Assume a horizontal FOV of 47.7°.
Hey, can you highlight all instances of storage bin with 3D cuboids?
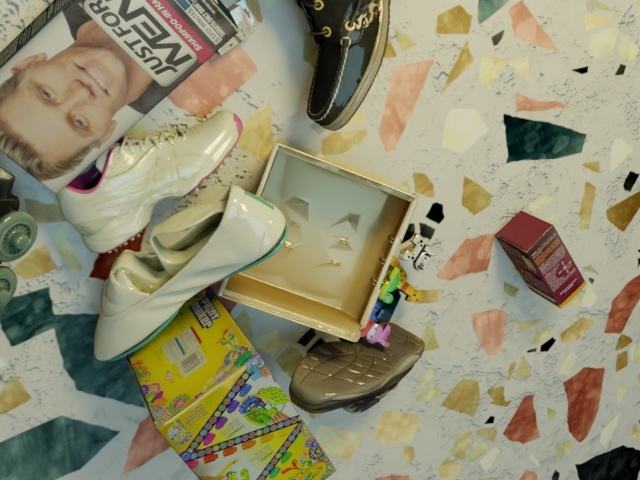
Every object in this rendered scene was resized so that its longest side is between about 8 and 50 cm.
[{"bbox_3d":[0.000,0.000,1.206,0.260,0.123,0.262,20,101,-8],"label":"storage bin"}]

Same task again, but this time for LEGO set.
[{"bbox_3d":[0.147,0.106,1.371,0.093,0.087,0.227,34,84,-9],"label":"LEGO set"}]

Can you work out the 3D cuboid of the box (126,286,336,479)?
[{"bbox_3d":[-0.158,0.262,1.186,0.177,0.290,0.279,-34,122,-10],"label":"box"}]

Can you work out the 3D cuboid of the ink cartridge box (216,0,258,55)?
[{"bbox_3d":[-0.135,-0.328,1.109,0.083,0.028,0.048,-37,122,-8],"label":"ink cartridge box"}]

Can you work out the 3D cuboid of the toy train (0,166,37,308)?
[{"bbox_3d":[-0.519,0.052,0.979,0.190,0.142,0.334,-4,120,-65],"label":"toy train"}]

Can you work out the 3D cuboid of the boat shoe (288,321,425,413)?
[{"bbox_3d":[0.071,0.259,1.333,0.355,0.132,0.130,-10,125,-50],"label":"boat shoe"}]

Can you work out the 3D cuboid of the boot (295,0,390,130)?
[{"bbox_3d":[-0.029,-0.377,1.075,0.284,0.138,0.378,12,101,-30],"label":"boot"}]

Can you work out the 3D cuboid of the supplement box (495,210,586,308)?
[{"bbox_3d":[0.458,0.039,1.502,0.081,0.104,0.188,-43,122,-5],"label":"supplement box"}]

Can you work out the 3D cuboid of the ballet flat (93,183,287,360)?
[{"bbox_3d":[-0.235,0.041,1.105,0.400,0.139,0.139,-33,124,19],"label":"ballet flat"}]

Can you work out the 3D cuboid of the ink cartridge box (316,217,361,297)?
[{"bbox_3d":[0.056,0.034,1.330,0.109,0.063,0.151,18,103,-30],"label":"ink cartridge box"}]

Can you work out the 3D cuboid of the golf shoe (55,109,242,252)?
[{"bbox_3d":[-0.258,-0.115,1.092,0.306,0.115,0.140,-40,119,-8],"label":"golf shoe"}]

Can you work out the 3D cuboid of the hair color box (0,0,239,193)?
[{"bbox_3d":[-0.298,-0.242,0.974,0.347,0.105,0.174,-39,124,10],"label":"hair color box"}]
